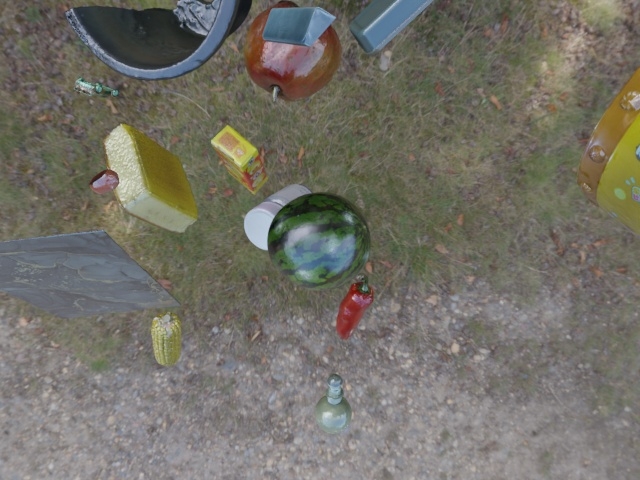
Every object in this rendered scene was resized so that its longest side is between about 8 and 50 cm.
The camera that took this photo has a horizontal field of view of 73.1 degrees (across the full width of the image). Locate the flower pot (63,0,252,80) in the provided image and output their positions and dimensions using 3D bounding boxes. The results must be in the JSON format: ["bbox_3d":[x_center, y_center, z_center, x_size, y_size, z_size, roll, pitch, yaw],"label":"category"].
[{"bbox_3d":[-0.267,-0.505,0.832,0.380,0.251,0.378,6,111,16],"label":"flower pot"}]

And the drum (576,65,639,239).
[{"bbox_3d":[0.601,-0.152,0.590,0.431,0.431,0.214,-32,56,-3],"label":"drum"}]

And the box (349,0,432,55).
[{"bbox_3d":[0.092,-0.283,0.519,0.126,0.091,0.031,-38,121,19],"label":"box"}]

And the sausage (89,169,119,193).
[{"bbox_3d":[-0.640,-0.174,1.287,0.094,0.059,0.054,-24,137,19],"label":"sausage"}]

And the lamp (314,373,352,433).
[{"bbox_3d":[0.031,0.382,1.029,0.091,0.091,0.163,-2,118,-4],"label":"lamp"}]

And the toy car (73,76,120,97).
[{"bbox_3d":[-0.569,-0.387,1.110,0.059,0.122,0.035,22,102,5],"label":"toy car"}]

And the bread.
[{"bbox_3d":[-0.615,-0.216,1.586,0.143,0.333,0.323,-28,70,9],"label":"bread"}]

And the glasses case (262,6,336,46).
[{"bbox_3d":[-0.074,-0.574,1.143,0.105,0.266,0.056,-48,129,-2],"label":"glasses case"}]

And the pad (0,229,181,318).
[{"bbox_3d":[-0.413,0.075,0.739,0.248,0.367,0.007,-6,66,-4],"label":"pad"}]

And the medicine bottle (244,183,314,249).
[{"bbox_3d":[-0.130,-0.086,1.506,0.165,0.273,0.164,12,119,22],"label":"medicine bottle"}]

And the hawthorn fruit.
[{"bbox_3d":[-0.121,-0.758,1.802,0.404,0.403,0.401,0,92,-4],"label":"hawthorn fruit"}]

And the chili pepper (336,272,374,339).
[{"bbox_3d":[0.129,0.263,1.676,0.110,0.110,0.387,17,130,-5],"label":"chili pepper"}]

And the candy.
[{"bbox_3d":[-0.278,-0.276,1.524,0.146,0.276,0.088,39,80,10],"label":"candy"}]

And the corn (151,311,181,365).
[{"bbox_3d":[-0.422,0.272,1.186,0.080,0.238,0.080,10,47,-11],"label":"corn"}]

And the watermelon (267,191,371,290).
[{"bbox_3d":[0.000,0.000,1.227,0.286,0.285,0.284,0,92,-4],"label":"watermelon"}]
